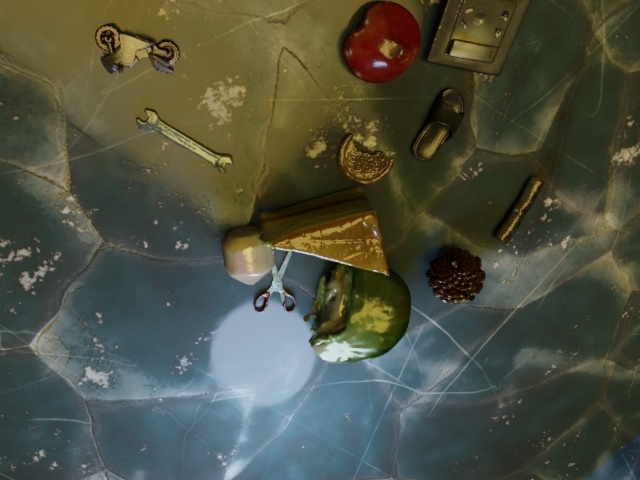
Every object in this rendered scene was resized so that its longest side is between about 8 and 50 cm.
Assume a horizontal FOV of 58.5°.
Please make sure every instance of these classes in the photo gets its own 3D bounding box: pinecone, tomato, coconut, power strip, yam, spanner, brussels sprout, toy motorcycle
[{"bbox_3d":[0.467,0.132,1.977,0.207,0.208,0.208,-5,114,-12],"label":"pinecone"},{"bbox_3d":[0.191,-0.554,1.625,0.200,0.139,0.233,26,104,-30],"label":"tomato"},{"bbox_3d":[-0.218,0.052,1.774,0.170,0.171,0.183,-13,113,-9],"label":"coconut"},{"bbox_3d":[0.459,-0.632,1.687,0.257,0.092,0.251,5,120,-18],"label":"power strip"},{"bbox_3d":[0.695,-0.106,2.000,0.061,0.061,0.253,22,105,-22],"label":"yam"},{"bbox_3d":[-0.390,-0.283,1.660,0.302,0.017,0.071,30,104,-24],"label":"spanner"},{"bbox_3d":[0.134,0.248,1.887,0.314,0.276,0.371,31,103,-21],"label":"brussels sprout"},{"bbox_3d":[-0.486,-0.488,1.512,0.215,0.080,0.122,8,111,-22],"label":"toy motorcycle"}]

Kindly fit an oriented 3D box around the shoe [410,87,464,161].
[{"bbox_3d":[0.380,-0.351,1.790,0.108,0.093,0.241,24,107,-21],"label":"shoe"}]

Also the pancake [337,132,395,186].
[{"bbox_3d":[0.147,-0.257,1.811,0.190,0.020,0.184,-11,114,-10],"label":"pancake"}]

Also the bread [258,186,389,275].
[{"bbox_3d":[0.000,0.000,1.774,0.361,0.233,0.245,-14,117,-3],"label":"bread"}]

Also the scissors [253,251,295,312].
[{"bbox_3d":[-0.144,0.131,1.909,0.144,0.017,0.248,1,111,-16],"label":"scissors"}]
